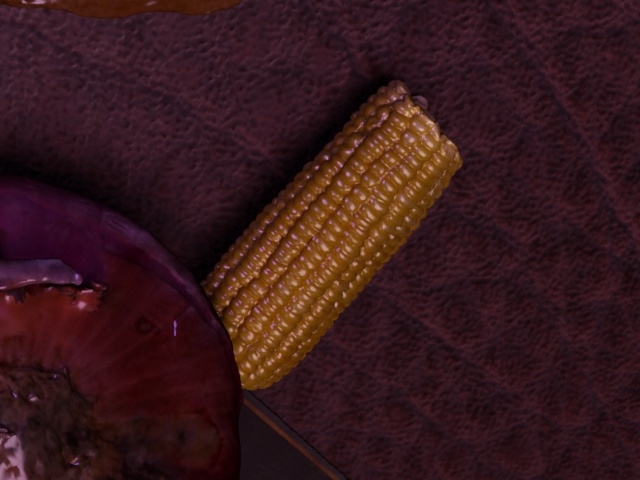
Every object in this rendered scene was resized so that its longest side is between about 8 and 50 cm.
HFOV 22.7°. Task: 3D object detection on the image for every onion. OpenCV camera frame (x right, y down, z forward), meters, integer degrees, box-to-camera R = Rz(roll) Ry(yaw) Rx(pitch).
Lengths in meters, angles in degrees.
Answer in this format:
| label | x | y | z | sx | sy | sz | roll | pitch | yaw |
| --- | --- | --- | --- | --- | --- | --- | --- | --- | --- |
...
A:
| label | x | y | z | sx | sy | sz | roll | pitch | yaw |
| --- | --- | --- | --- | --- | --- | --- | --- | --- | --- |
| onion | -0.225 | 0.136 | 1.038 | 0.348 | 0.285 | 0.347 | 6 | 77 | -26 |

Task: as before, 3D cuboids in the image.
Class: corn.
| label | x | y | z | sx | sy | sz | roll | pitch | yaw |
| --- | --- | --- | --- | --- | --- | --- | --- | --- | --- |
| corn | 0.000 | 0.000 | 1.120 | 0.093 | 0.093 | 0.244 | 33 | 103 | -33 |

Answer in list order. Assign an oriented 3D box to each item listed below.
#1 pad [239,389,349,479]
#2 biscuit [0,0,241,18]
| label | x | y | z | sx | sy | sz | roll | pitch | yaw |
| --- | --- | --- | --- | --- | --- | --- | --- | --- | --- |
| pad | -0.092 | 0.301 | 1.282 | 0.315 | 0.063 | 0.375 | -41 | 124 | 6 |
| biscuit | -0.132 | -0.254 | 0.948 | 0.273 | 0.049 | 0.257 | 9 | 116 | -23 |
